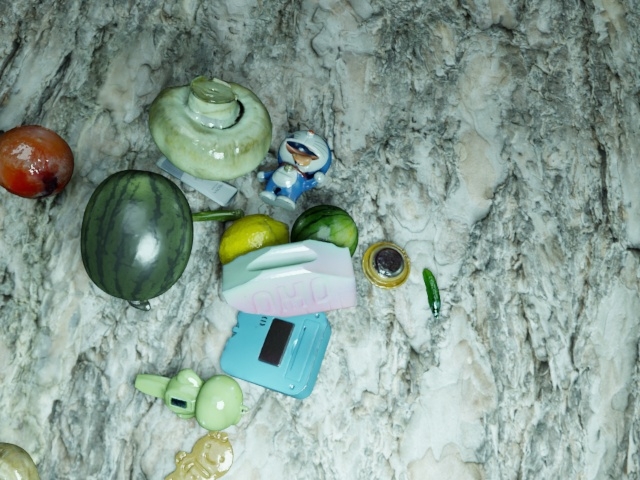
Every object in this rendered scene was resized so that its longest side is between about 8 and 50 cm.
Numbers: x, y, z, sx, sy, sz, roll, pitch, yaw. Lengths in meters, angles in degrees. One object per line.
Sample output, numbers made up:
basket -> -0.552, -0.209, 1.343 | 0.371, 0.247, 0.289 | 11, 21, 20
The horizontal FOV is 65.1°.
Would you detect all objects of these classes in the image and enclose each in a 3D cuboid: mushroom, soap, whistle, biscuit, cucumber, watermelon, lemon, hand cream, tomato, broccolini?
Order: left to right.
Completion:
mushroom -> -0.753, 0.564, 1.100 | 0.254, 0.184, 0.255 | 0, 81, 1
tomato -> -0.805, -0.213, 1.407 | 0.208, 0.208, 0.185 | -10, 70, -8
watermelon -> -0.469, -0.001, 1.293 | 0.278, 0.279, 0.360 | 11, 96, 1
broccolini -> -0.420, -0.090, 1.449 | 0.391, 0.074, 0.079 | -3, 74, -3
whistle -> -0.310, 0.378, 1.252 | 0.293, 0.141, 0.141 | 17, 66, 22
hand cream -> -0.371, -0.182, 1.506 | 0.255, 0.048, 0.079 | 27, 60, 7
biscuit -> -0.286, 0.555, 1.215 | 0.184, 0.027, 0.133 | -32, 71, -16
mushroom -> -0.313, -0.336, 1.453 | 0.351, 0.260, 0.352 | 10, 49, -12
lemon -> -0.180, 0.017, 1.364 | 0.193, 0.181, 0.181 | 1, 67, 10
soap -> -0.076, 0.102, 1.265 | 0.323, 0.193, 0.109 | -8, 47, 1
watermelon -> 0.000, 0.000, 1.384 | 0.214, 0.188, 0.188 | -31, 71, 4
cucumber -> 0.320, 0.150, 1.421 | 0.037, 0.037, 0.155 | -6, 68, -6

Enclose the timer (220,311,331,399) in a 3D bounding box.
timer -> -0.116, 0.277, 1.333 | 0.249, 0.091, 0.232 | 15, 67, 15

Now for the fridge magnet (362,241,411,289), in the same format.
fridge magnet -> 0.189, 0.069, 1.431 | 0.142, 0.063, 0.143 | 3, 68, -6

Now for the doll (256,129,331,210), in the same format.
doll -> -0.078, -0.211, 1.481 | 0.215, 0.161, 0.257 | 19, 68, 21
